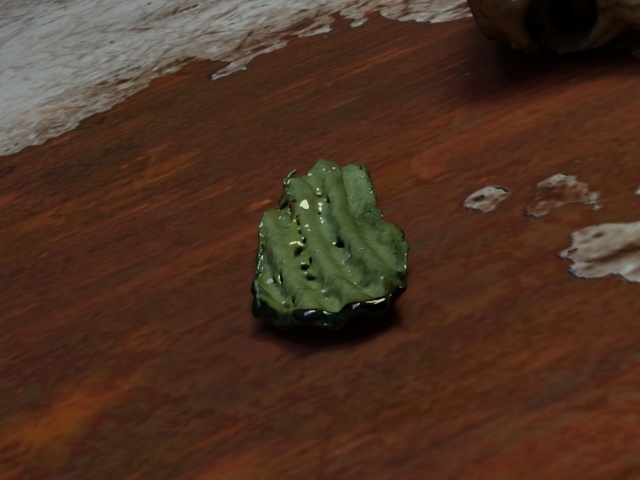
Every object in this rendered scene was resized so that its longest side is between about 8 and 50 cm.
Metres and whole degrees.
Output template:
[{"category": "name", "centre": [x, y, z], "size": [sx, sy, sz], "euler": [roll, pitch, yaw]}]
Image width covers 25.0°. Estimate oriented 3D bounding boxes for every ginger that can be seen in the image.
[{"category": "ginger", "centre": [0.199, -0.221, 1.022], "size": [0.221, 0.130, 0.276], "euler": [-8, 31, 3]}]

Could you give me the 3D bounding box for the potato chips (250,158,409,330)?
[{"category": "potato chips", "centre": [0.000, -0.001, 0.818], "size": [0.092, 0.028, 0.207], "euler": [-17, 26, 1]}]
